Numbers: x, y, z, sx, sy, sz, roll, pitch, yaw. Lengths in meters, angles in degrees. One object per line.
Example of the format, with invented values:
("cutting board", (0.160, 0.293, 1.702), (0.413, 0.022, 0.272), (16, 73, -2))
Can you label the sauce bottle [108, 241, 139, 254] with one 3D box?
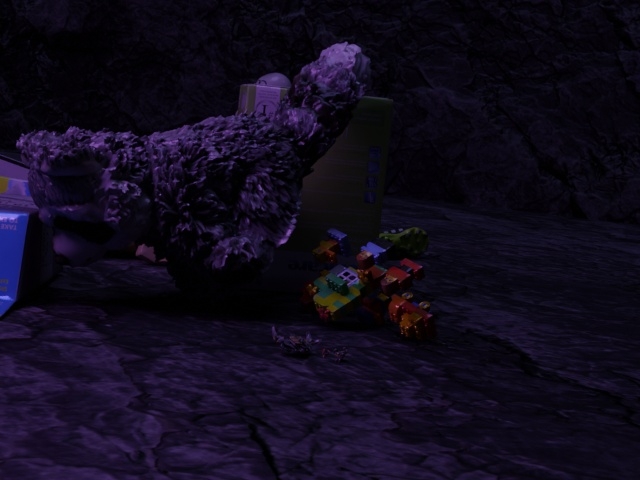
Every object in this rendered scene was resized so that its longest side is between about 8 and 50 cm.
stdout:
("sauce bottle", (-0.280, -0.032, 1.713), (0.344, 0.111, 0.111), (4, 6, 10))

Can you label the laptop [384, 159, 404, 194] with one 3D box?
("laptop", (-0.029, -0.070, 1.806), (0.264, 0.136, 0.234), (-29, 15, 32))

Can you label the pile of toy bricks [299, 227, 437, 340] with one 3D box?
("pile of toy bricks", (0.035, 0.063, 1.341), (0.105, 0.118, 0.212), (-33, 35, -24))

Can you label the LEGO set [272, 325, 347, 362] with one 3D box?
("LEGO set", (-0.014, 0.114, 1.156), (0.083, 0.023, 0.054), (24, 16, 25))

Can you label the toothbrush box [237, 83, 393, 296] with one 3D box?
("toothbrush box", (-0.022, -0.072, 1.575), (0.206, 0.283, 0.122), (4, 6, -10))

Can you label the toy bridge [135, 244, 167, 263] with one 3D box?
("toy bridge", (-0.194, 0.012, 1.611), (0.063, 0.026, 0.188), (33, -30, -32))

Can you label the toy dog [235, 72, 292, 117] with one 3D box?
("toy dog", (-0.101, -0.125, 2.066), (0.161, 0.333, 0.220), (-21, -3, -38))

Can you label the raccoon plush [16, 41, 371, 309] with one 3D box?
("raccoon plush", (-0.169, -0.136, 1.378), (0.299, 0.446, 0.216), (40, -28, -24))

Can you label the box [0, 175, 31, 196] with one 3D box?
("box", (-0.425, -0.033, 1.637), (0.178, 0.109, 0.042), (9, 4, 27))

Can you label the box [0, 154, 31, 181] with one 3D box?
("box", (-0.607, -0.116, 1.879), (0.290, 0.087, 0.169), (21, -8, -27))

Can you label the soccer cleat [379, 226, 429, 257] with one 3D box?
("soccer cleat", (0.131, 0.003, 2.050), (0.072, 0.060, 0.179), (10, 11, 44))

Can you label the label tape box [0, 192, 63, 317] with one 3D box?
("label tape box", (-0.456, 0.002, 1.330), (0.241, 0.105, 0.333), (5, 6, -3))
